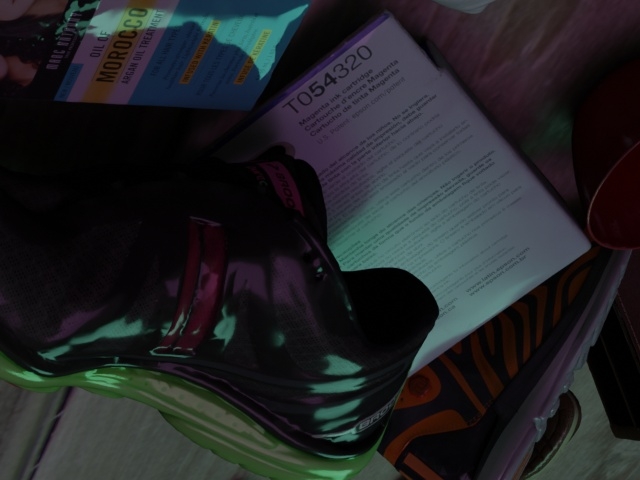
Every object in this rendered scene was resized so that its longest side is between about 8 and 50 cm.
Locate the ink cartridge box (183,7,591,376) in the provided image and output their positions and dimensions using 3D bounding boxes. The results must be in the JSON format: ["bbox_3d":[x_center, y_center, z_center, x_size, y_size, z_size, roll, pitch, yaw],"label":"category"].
[{"bbox_3d":[0.000,0.000,1.150,0.324,0.071,0.330,-36,133,12],"label":"ink cartridge box"}]

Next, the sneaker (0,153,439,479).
[{"bbox_3d":[-0.104,0.006,0.969,0.482,0.185,0.202,27,103,-45],"label":"sneaker"}]

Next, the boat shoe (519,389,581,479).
[{"bbox_3d":[0.192,0.233,1.631,0.257,0.095,0.095,-43,159,31],"label":"boat shoe"}]

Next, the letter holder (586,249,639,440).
[{"bbox_3d":[0.414,0.047,1.498,0.301,0.215,0.152,-21,179,-10],"label":"letter holder"}]

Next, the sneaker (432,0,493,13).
[{"bbox_3d":[0.173,-0.244,0.944,0.297,0.111,0.129,-27,162,18],"label":"sneaker"}]

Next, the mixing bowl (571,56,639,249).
[{"bbox_3d":[0.274,-0.087,1.226,0.181,0.098,0.181,-20,146,-14],"label":"mixing bowl"}]

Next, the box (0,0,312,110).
[{"bbox_3d":[-0.132,-0.136,0.886,0.244,0.060,0.100,-1,138,-37],"label":"box"}]

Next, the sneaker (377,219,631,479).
[{"bbox_3d":[0.149,0.070,1.332,0.321,0.180,0.125,-56,164,-22],"label":"sneaker"}]
